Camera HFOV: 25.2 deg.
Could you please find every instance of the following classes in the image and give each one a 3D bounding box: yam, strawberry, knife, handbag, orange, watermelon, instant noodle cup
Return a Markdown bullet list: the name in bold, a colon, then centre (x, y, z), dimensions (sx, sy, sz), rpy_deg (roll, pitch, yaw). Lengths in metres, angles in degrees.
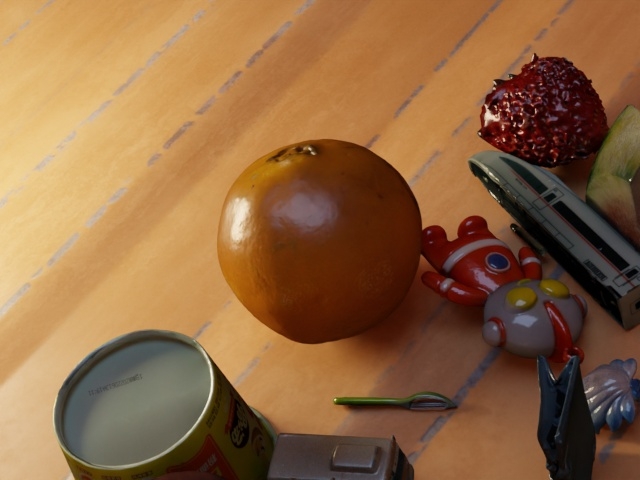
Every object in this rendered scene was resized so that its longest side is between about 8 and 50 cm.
- **yam**: centre (0.315, -0.003, 2.178), dimensions (0.014, 0.014, 0.107), rpy_deg (-28, 30, -7)
- **strawberry**: centre (0.362, -0.194, 2.241), dimensions (0.201, 0.186, 0.184), rpy_deg (32, 101, 38)
- **knife**: centre (0.106, 0.230, 2.052), dimensions (0.184, 0.022, 0.026), rpy_deg (-2, 74, 17)
- **handbag**: centre (0.311, 0.258, 1.814), dimensions (0.057, 0.221, 0.144), rpy_deg (-2, 47, 16)
- **orange**: centre (0.000, 0.000, 2.104), dimensions (0.312, 0.312, 0.312), rpy_deg (-10, 47, 11)
- **watermelon**: centre (0.499, -0.093, 2.106), dimensions (0.193, 0.232, 0.310), rpy_deg (-32, 2, -7)
- **instant noodle cup**: centre (-0.220, 0.281, 1.981), dimensions (0.311, 0.221, 0.311), rpy_deg (-10, 47, 11)

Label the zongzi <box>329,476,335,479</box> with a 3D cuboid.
- **zongzi**: centre (0.032, 0.495, 1.612), dimensions (0.323, 0.160, 0.361), rpy_deg (33, 106, 44)

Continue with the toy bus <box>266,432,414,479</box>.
- **toy bus**: centre (0.028, 0.317, 1.941), dimensions (0.182, 0.103, 0.091), rpy_deg (0, 50, 19)

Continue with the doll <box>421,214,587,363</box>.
- **doll**: centre (0.272, 0.075, 2.069), dimensions (0.199, 0.105, 0.336), rpy_deg (-12, 39, -25)

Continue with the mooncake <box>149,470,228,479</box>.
- **mooncake**: centre (-0.191, 0.447, 1.801), dimensions (0.326, 0.333, 0.174), rpy_deg (-58, 31, 12)

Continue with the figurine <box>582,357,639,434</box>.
- **figurine**: centre (0.386, 0.213, 1.942), dimensions (0.114, 0.079, 0.114), rpy_deg (-36, 41, 39)

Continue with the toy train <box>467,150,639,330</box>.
- **toy train**: centre (0.362, -0.030, 2.149), dimensions (0.088, 0.086, 0.407), rpy_deg (-34, 47, -6)
